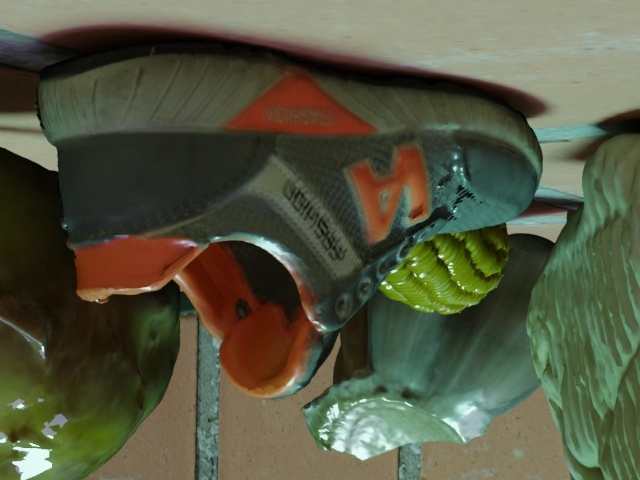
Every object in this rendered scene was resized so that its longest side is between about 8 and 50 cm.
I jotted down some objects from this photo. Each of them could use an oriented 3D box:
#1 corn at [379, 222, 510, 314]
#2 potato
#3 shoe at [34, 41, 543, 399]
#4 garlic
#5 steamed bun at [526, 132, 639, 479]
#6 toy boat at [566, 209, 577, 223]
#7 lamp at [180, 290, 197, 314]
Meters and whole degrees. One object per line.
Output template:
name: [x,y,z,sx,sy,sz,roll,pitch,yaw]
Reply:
corn: [0.071,-0.006,1.141,0.115,0.115,0.318,0,174,16]
potato: [-0.218,0.039,0.865,0.237,0.301,0.289,-12,-179,34]
shoe: [0.000,0.000,0.854,0.336,0.171,0.132,6,172,-43]
garlic: [0.116,0.079,1.460,0.210,0.292,0.237,27,147,6]
steamed bun: [0.286,0.096,0.981,0.237,0.346,0.394,-4,-166,-7]
toy boat: [0.325,-0.001,1.424,0.226,0.068,0.088,5,169,-14]
lamp: [-0.169,-0.009,1.128,0.283,0.124,0.203,7,-177,-30]
